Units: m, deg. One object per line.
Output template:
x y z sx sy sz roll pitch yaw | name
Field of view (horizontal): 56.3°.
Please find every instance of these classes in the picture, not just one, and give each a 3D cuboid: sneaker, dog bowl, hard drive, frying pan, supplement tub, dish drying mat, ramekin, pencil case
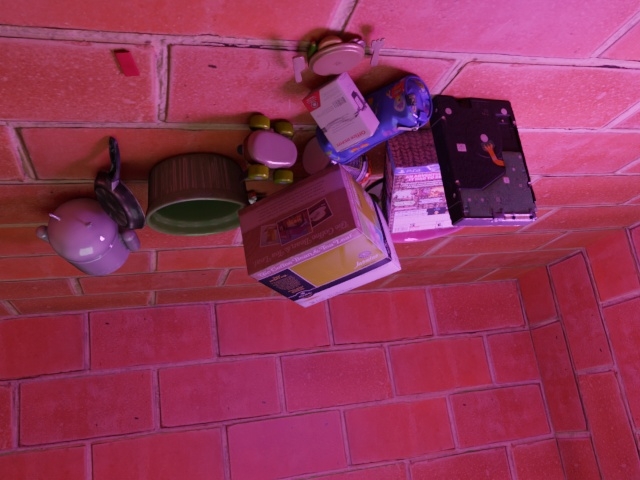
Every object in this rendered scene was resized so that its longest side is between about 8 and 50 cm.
-0.246 -0.134 1.944 0.161 0.057 0.075 5 142 -32 | sneaker
0.353 -0.112 2.107 0.409 0.150 0.408 -7 163 -2 | dog bowl
0.412 -0.202 1.525 0.237 0.338 0.064 -2 161 -22 | hard drive
-0.537 -0.126 1.615 0.053 0.197 0.326 -43 -176 -31 | frying pan
0.052 -0.220 1.678 0.117 0.116 0.191 -23 156 40 | supplement tub
-0.392 -0.359 1.213 0.032 0.008 0.083 -6 164 -4 | dish drying mat
-0.353 -0.130 1.727 0.304 0.148 0.303 -7 163 -2 | ramekin
0.131 -0.288 1.470 0.306 0.133 0.119 -21 159 38 | pencil case

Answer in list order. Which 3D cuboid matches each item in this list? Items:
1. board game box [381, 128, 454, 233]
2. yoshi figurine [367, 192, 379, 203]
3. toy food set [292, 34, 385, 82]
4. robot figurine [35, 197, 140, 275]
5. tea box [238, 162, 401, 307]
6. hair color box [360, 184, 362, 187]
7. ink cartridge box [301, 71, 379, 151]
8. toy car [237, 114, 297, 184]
0.308 -0.171 1.752 0.232 0.141 0.291 -6 142 -3 | board game box
0.038 -0.082 1.957 0.363 0.203 0.203 -7 125 25 | yoshi figurine
0.032 -0.393 1.263 0.192 0.038 0.132 -12 170 -4 | toy food set
-0.714 -0.009 1.861 0.300 0.199 0.353 -1 162 -2 | robot figurine
0.000 0.000 1.685 0.329 0.219 0.323 -23 150 18 | tea box
0.085 -0.171 1.805 0.072 0.141 0.043 -6 163 -5 | hair color box
0.048 -0.295 1.380 0.109 0.063 0.150 -22 114 37 | ink cartridge box
-0.168 -0.219 1.555 0.149 0.154 0.188 7 170 -40 | toy car
